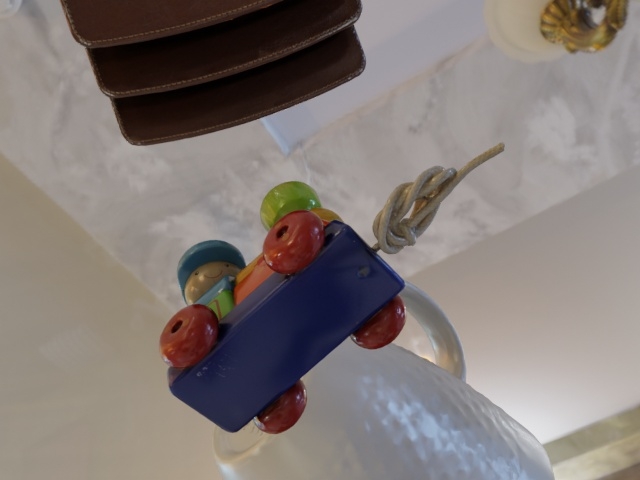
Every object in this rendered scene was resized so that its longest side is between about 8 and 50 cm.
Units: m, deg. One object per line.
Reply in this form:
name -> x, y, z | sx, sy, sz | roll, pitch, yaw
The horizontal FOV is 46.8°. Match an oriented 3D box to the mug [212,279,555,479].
mug -> 0.070, 0.216, 0.871 | 0.328, 0.374, 0.276 | 37, -36, -21

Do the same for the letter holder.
letter holder -> -0.106, -0.243, 0.800 | 0.302, 0.152, 0.214 | -19, -90, -6

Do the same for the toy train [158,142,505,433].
toy train -> 0.000, 0.000, 0.498 | 0.248, 0.143, 0.105 | -42, -59, 7
